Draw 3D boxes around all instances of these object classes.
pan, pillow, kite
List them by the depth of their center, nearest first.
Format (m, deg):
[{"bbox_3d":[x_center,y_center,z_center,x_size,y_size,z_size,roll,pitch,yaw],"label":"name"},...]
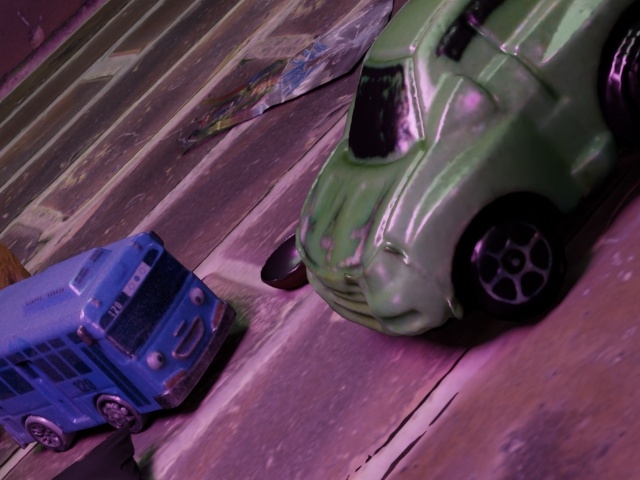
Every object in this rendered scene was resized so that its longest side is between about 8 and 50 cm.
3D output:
[{"bbox_3d":[-0.185,0.202,1.007,0.150,0.048,0.090,-39,18,-1],"label":"pillow"},{"bbox_3d":[0.001,0.000,1.121,0.115,0.023,0.068,-41,20,7],"label":"pan"},{"bbox_3d":[-0.039,-0.191,1.594,0.310,0.015,0.169,-19,30,40],"label":"kite"}]

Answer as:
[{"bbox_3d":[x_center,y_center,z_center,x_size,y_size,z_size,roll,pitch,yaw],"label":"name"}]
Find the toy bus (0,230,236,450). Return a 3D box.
[{"bbox_3d":[-0.194,0.083,1.141,0.234,0.133,0.116,-20,28,44],"label":"toy bus"}]

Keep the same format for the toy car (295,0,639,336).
[{"bbox_3d":[0.120,-0.104,0.910,0.359,0.176,0.213,-45,20,-10],"label":"toy car"}]

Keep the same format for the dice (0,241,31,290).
[{"bbox_3d":[-0.398,0.092,1.430,0.169,0.169,0.166,-33,21,22],"label":"dice"}]
